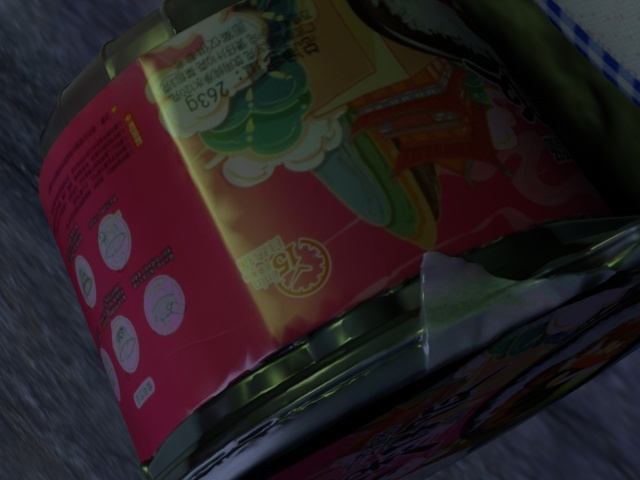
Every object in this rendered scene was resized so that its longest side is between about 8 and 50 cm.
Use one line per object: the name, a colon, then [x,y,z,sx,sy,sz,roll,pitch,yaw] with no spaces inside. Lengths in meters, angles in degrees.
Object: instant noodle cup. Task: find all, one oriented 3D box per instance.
instant noodle cup: [0.000,0.000,0.662,0.302,0.258,0.181,-39,72,34]

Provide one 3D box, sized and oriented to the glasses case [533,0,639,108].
glasses case: [0.171,-0.046,0.483,0.327,0.076,0.125,44,154,21]
